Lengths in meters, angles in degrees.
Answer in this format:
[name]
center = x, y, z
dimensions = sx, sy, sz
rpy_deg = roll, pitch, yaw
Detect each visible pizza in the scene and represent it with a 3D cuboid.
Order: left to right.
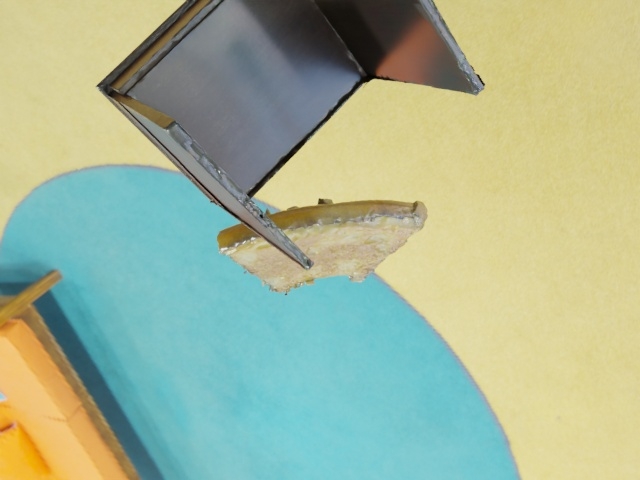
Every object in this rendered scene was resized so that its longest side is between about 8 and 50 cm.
[pizza]
center = 0.000, 0.000, 1.011
dimensions = 0.324, 0.089, 0.223
rpy_deg = -8, 153, -10

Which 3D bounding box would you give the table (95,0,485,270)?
[table]
center = -0.045, -0.155, 0.641
dimensions = 0.196, 0.250, 0.282
rpy_deg = 49, 172, -31
